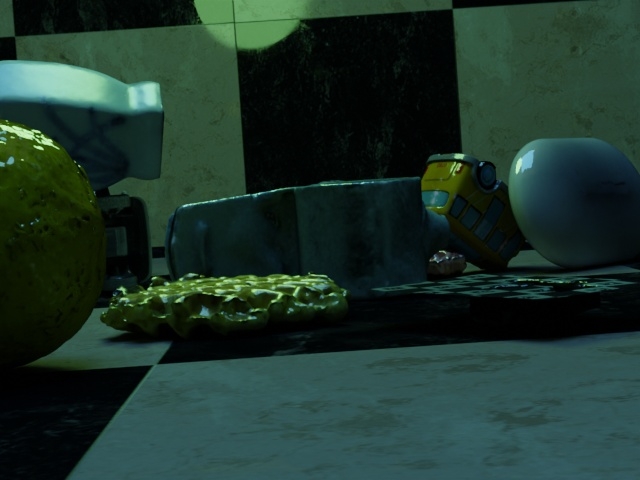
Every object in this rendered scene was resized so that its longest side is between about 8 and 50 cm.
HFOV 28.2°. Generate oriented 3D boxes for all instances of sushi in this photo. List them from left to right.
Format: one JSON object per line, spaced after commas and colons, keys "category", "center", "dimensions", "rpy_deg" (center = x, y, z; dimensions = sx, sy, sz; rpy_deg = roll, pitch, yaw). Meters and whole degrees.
{"category": "sushi", "center": [0.207, 0.069, 1.378], "dimensions": [0.193, 0.043, 0.280], "rpy_deg": [-6, 3, -37]}

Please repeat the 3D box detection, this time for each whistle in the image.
{"category": "whistle", "center": [-0.014, -0.001, 1.847], "dimensions": [0.405, 0.168, 0.188], "rpy_deg": [-3, 3, 5]}

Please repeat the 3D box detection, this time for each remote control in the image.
{"category": "remote control", "center": [0.430, -0.064, 2.088], "dimensions": [0.332, 0.221, 0.103], "rpy_deg": [-6, -13, -41]}

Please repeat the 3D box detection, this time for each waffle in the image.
{"category": "waffle", "center": [-0.116, 0.075, 1.562], "dimensions": [0.307, 0.060, 0.312], "rpy_deg": [-2, 2, -10]}
{"category": "waffle", "center": [0.115, 0.037, 2.069], "dimensions": [0.221, 0.055, 0.234], "rpy_deg": [-2, 0, -14]}

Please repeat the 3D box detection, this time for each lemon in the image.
{"category": "lemon", "center": [-0.354, 0.007, 1.252], "dimensions": [0.310, 0.257, 0.258], "rpy_deg": [1, 4, 24]}

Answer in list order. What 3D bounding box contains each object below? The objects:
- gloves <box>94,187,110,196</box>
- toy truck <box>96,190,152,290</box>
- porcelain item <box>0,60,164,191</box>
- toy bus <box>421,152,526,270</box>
{"category": "gloves", "center": [-0.493, -0.059, 2.577], "dimensions": [0.152, 0.301, 0.197], "rpy_deg": [-24, 3, -4]}
{"category": "toy truck", "center": [-0.492, 0.011, 2.197], "dimensions": [0.388, 0.173, 0.207], "rpy_deg": [-4, 3, -12]}
{"category": "porcelain item", "center": [-0.470, -0.181, 2.111], "dimensions": [0.405, 0.242, 0.178], "rpy_deg": [0, 27, -14]}
{"category": "toy bus", "center": [0.250, -0.040, 2.092], "dimensions": [0.209, 0.136, 0.126], "rpy_deg": [38, -20, -30]}
